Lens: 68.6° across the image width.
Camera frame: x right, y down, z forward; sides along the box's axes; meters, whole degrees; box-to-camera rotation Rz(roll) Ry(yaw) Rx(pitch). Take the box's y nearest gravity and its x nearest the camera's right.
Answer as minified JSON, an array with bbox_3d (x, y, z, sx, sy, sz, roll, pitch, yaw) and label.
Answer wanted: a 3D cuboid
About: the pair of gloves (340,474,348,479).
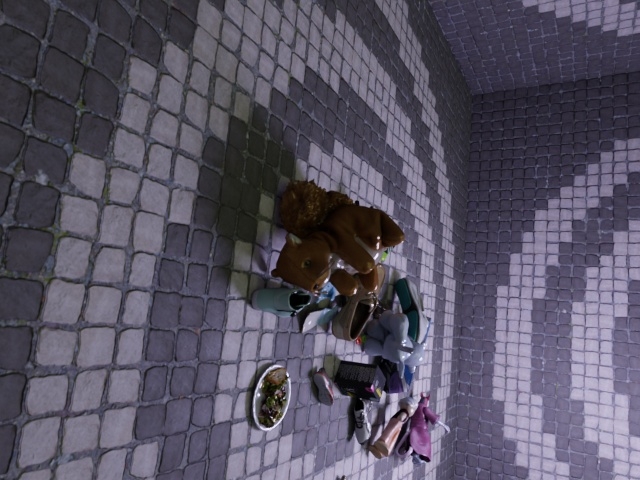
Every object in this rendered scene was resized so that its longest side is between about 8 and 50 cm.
[{"bbox_3d":[0.091,1.074,1.850,0.204,0.042,0.240,53,44,-42],"label":"pair of gloves"}]

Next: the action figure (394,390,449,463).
[{"bbox_3d":[0.511,0.985,2.496,0.276,0.248,0.370,24,61,-23],"label":"action figure"}]

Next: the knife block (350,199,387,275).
[{"bbox_3d":[0.137,-0.025,1.826,0.276,0.088,0.242,-36,90,-39],"label":"knife block"}]

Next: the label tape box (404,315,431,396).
[{"bbox_3d":[0.444,0.561,2.328,0.333,0.106,0.240,-54,154,-45],"label":"label tape box"}]

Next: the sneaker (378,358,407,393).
[{"bbox_3d":[0.316,0.572,2.182,0.107,0.124,0.283,73,7,-46],"label":"sneaker"}]

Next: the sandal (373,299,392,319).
[{"bbox_3d":[0.266,0.329,2.138,0.219,0.060,0.090,35,53,-39],"label":"sandal"}]

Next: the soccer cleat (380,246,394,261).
[{"bbox_3d":[0.306,0.023,2.196,0.179,0.060,0.072,-52,132,-43],"label":"soccer cleat"}]

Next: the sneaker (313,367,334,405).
[{"bbox_3d":[0.023,0.532,1.710,0.065,0.061,0.158,-53,135,-55],"label":"sneaker"}]

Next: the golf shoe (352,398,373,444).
[{"bbox_3d":[0.163,0.743,1.953,0.094,0.077,0.198,32,56,-44],"label":"golf shoe"}]

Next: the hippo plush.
[{"bbox_3d":[0.363,0.441,2.035,0.236,0.294,0.234,23,90,-37],"label":"hippo plush"}]

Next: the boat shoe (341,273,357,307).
[{"bbox_3d":[0.113,0.175,1.856,0.081,0.069,0.228,-1,90,-29],"label":"boat shoe"}]

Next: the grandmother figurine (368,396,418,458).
[{"bbox_3d":[0.351,0.860,2.187,0.104,0.208,0.342,48,47,8],"label":"grandmother figurine"}]

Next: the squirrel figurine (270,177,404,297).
[{"bbox_3d":[0.000,0.000,1.484,0.370,0.281,0.397,-17,61,-33],"label":"squirrel figurine"}]

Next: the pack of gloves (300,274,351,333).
[{"bbox_3d":[0.038,0.231,1.669,0.232,0.046,0.195,-6,120,-60],"label":"pack of gloves"}]

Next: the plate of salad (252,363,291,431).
[{"bbox_3d":[-0.138,0.482,1.436,0.200,0.048,0.200,-2,92,-61],"label":"plate of salad"}]

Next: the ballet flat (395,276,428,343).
[{"bbox_3d":[0.460,0.359,2.279,0.139,0.139,0.400,53,26,-46],"label":"ballet flat"}]

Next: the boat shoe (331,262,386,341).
[{"bbox_3d":[0.171,0.232,1.782,0.121,0.110,0.341,39,70,-28],"label":"boat shoe"}]

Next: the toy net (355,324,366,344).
[{"bbox_3d":[0.125,0.358,1.902,0.232,0.045,0.122,21,74,-57],"label":"toy net"}]

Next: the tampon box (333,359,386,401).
[{"bbox_3d":[0.156,0.549,1.835,0.120,0.161,0.101,61,41,-40],"label":"tampon box"}]

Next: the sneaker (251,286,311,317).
[{"bbox_3d":[-0.077,0.193,1.436,0.256,0.151,0.094,15,76,-61],"label":"sneaker"}]
